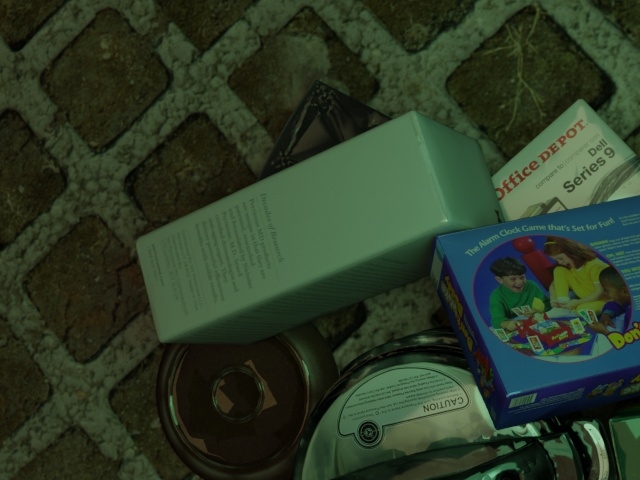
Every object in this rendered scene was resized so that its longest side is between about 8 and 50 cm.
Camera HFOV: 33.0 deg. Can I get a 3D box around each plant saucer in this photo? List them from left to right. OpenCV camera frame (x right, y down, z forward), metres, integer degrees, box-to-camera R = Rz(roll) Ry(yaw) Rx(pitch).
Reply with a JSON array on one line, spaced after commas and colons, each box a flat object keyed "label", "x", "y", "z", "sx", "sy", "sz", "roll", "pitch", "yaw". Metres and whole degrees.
[{"label": "plant saucer", "x": -0.123, "y": 0.239, "z": 1.685, "sx": 0.311, "sy": 0.050, "sz": 0.310, "roll": -1, "pitch": 87, "yaw": 16}]

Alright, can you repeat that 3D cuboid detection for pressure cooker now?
[{"label": "pressure cooker", "x": 0.167, "y": 0.309, "z": 1.395, "sx": 0.376, "sy": 0.420, "sz": 0.369, "roll": 33, "pitch": 97, "yaw": 17}]

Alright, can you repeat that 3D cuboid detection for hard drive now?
[{"label": "hard drive", "x": 0.002, "y": -0.099, "z": 1.664, "sx": 0.172, "sy": 0.054, "sz": 0.254, "roll": 29, "pitch": 96, "yaw": 17}]

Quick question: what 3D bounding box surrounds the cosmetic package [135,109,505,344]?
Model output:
[{"label": "cosmetic package", "x": 0.000, "y": 0.000, "z": 1.484, "sx": 0.453, "sy": 0.230, "sz": 0.161, "roll": -22, "pitch": 74, "yaw": 25}]

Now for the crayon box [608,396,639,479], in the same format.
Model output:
[{"label": "crayon box", "x": 0.526, "y": 0.228, "z": 1.319, "sx": 0.313, "sy": 0.363, "sz": 0.106, "roll": -12, "pitch": 83, "yaw": 16}]

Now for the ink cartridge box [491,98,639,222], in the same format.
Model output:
[{"label": "ink cartridge box", "x": 0.381, "y": -0.019, "z": 1.506, "sx": 0.211, "sy": 0.121, "sz": 0.289, "roll": -42, "pitch": 75, "yaw": 10}]

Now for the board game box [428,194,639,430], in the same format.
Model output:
[{"label": "board game box", "x": 0.333, "y": 0.071, "z": 1.287, "sx": 0.347, "sy": 0.078, "sz": 0.233, "roll": -11, "pitch": 52, "yaw": -11}]
